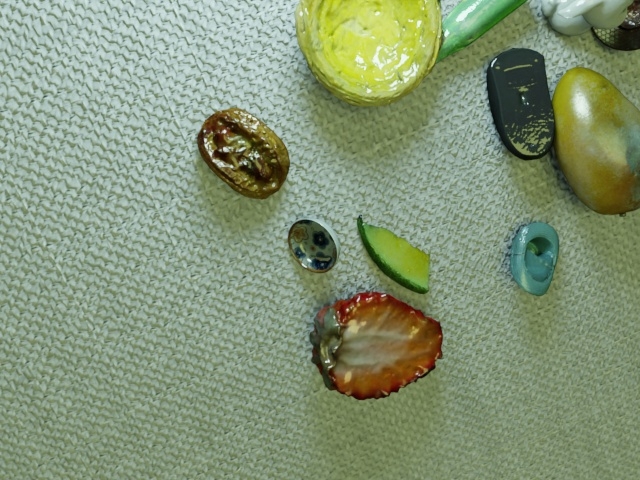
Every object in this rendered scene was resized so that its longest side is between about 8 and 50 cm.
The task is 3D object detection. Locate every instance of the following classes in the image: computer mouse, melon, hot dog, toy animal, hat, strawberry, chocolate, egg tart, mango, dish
[{"bbox_3d":[0.481,-0.323,1.384,0.137,0.086,0.270,-11,90,2],"label":"computer mouse"},{"bbox_3d":[0.186,0.030,1.428,0.261,0.053,0.114,41,85,-15],"label":"melon"},{"bbox_3d":[-0.171,-0.196,1.297,0.226,0.099,0.161,35,93,-12],"label":"hot dog"},{"bbox_3d":[0.601,-0.547,1.312,0.178,0.193,0.128,5,100,-2],"label":"toy animal"},{"bbox_3d":[0.760,-0.557,1.393,0.193,0.082,0.193,8,106,30],"label":"hat"},{"bbox_3d":[0.135,0.250,1.424,0.335,0.149,0.265,2,94,-20],"label":"strawberry"},{"bbox_3d":[0.356,-0.516,1.321,0.291,0.110,0.110,-39,105,2],"label":"chocolate"},{"bbox_3d":[0.103,-0.471,1.266,0.345,0.132,0.346,-2,103,-9],"label":"egg tart"},{"bbox_3d":[0.541,0.048,1.481,0.138,0.078,0.191,21,79,-21],"label":"hat"},{"bbox_3d":[0.679,-0.239,1.386,0.221,0.199,0.384,-21,92,3],"label":"mango"},{"bbox_3d":[0.000,0.000,1.378,0.141,0.078,0.141,16,121,28],"label":"dish"}]
